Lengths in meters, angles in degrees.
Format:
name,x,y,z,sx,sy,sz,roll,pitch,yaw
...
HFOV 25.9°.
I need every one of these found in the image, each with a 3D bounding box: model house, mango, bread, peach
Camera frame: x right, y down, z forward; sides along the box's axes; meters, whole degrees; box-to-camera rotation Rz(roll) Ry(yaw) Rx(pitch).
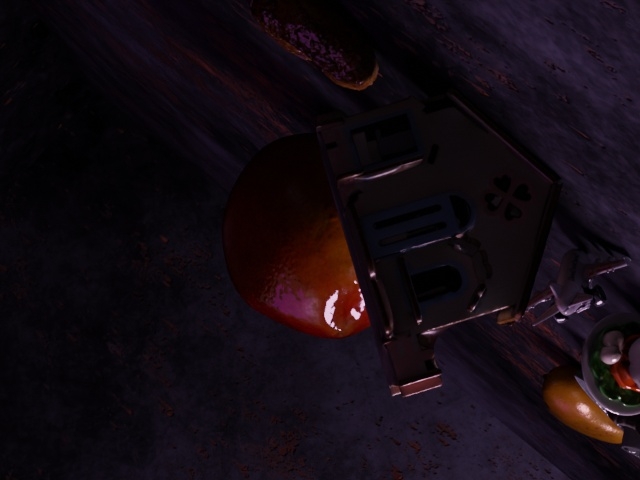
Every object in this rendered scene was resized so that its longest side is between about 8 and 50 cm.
name,x,y,z,sx,sy,sz,roll,pitch,yaw
model house,0.150,-0.011,1.556,0.169,0.244,0.326,108,146,-80
mango,0.446,0.278,2.343,0.178,0.090,0.115,35,168,-21
bread,-0.011,-0.245,1.662,0.193,0.064,0.193,39,176,3
peach,0.000,0.000,2.110,0.308,0.307,0.332,49,-160,-49

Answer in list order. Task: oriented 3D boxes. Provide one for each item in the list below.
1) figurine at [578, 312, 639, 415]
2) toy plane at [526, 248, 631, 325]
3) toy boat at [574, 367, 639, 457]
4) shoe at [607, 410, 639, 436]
name,x,y,z,sx,sy,sz,roll,pitch,yaw
figurine,0.401,0.145,1.669,0.132,0.132,0.153,43,161,-11
toy plane,0.297,0.052,1.631,0.065,0.162,0.171,62,-154,-2
toy boat,0.510,0.306,2.121,0.319,0.092,0.141,42,171,-1
shoe,0.479,0.235,1.825,0.137,0.114,0.291,22,-168,-19
